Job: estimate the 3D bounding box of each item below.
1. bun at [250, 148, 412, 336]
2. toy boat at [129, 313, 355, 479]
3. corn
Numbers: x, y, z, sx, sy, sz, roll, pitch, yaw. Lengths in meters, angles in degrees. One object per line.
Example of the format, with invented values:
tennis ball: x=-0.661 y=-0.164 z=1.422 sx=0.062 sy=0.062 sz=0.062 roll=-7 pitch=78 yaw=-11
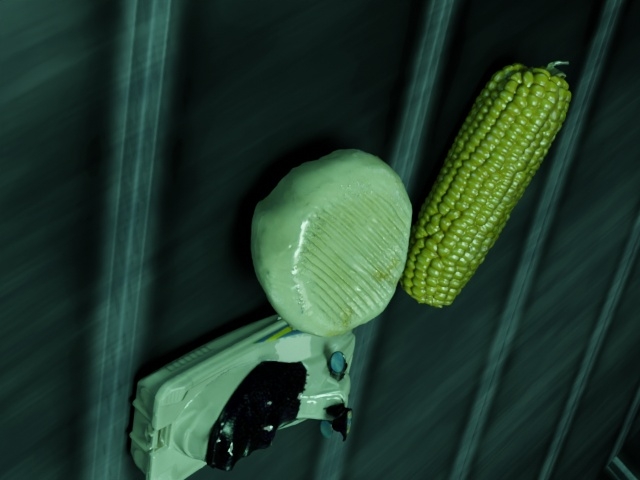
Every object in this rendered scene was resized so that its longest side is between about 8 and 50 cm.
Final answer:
bun: x=0.000 y=0.000 z=1.102 sx=0.183 sy=0.102 sz=0.183 roll=-17 pitch=115 yaw=-42
toy boat: x=-0.052 y=0.148 z=1.146 sx=0.269 sy=0.141 sz=0.141 roll=-13 pitch=131 yaw=-33
corn: x=0.178 y=-0.070 z=1.307 sx=0.101 sy=0.101 sz=0.310 roll=11 pitch=112 yaw=-59
